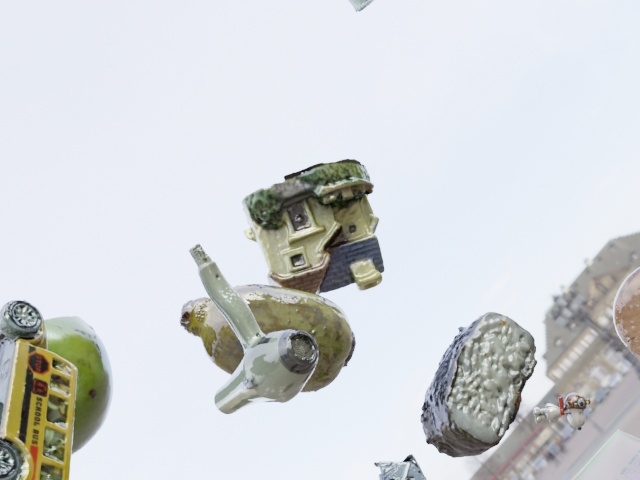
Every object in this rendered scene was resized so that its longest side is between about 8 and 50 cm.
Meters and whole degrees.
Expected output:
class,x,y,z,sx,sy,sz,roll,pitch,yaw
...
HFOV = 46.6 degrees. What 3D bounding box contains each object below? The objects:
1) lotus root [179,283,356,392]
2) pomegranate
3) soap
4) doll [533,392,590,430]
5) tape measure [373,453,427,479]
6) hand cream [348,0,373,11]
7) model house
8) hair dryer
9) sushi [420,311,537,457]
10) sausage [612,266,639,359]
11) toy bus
class,x,y,z,sx,sy,sz,roll,pitch,yaw
lotus root,-0.085,0.162,1.254,0.309,0.173,0.173,13,-56,-22
pomegranate,-0.507,0.289,1.247,0.309,0.216,0.358,-38,-8,36
soap,0.492,0.446,1.212,0.199,0.138,0.182,-25,-54,-39
doll,0.389,0.272,1.198,0.040,0.085,0.058,2,-87,-63
tape measure,0.143,0.420,1.279,0.091,0.094,0.054,-14,-27,0
hand cream,0.017,-0.467,1.208,0.078,0.205,0.050,-37,0,-22
model house,0.000,0.000,1.670,0.321,0.266,0.261,-18,-14,-4
hair dryer,-0.114,0.145,0.981,0.088,0.225,0.219,-30,-28,-44
sushi,0.236,0.222,1.145,0.225,0.124,0.127,-60,3,-32
sausage,0.438,0.102,0.935,0.123,0.123,0.253,-51,-32,7
toy bus,-0.362,0.232,0.877,0.123,0.336,0.121,29,-58,-34
